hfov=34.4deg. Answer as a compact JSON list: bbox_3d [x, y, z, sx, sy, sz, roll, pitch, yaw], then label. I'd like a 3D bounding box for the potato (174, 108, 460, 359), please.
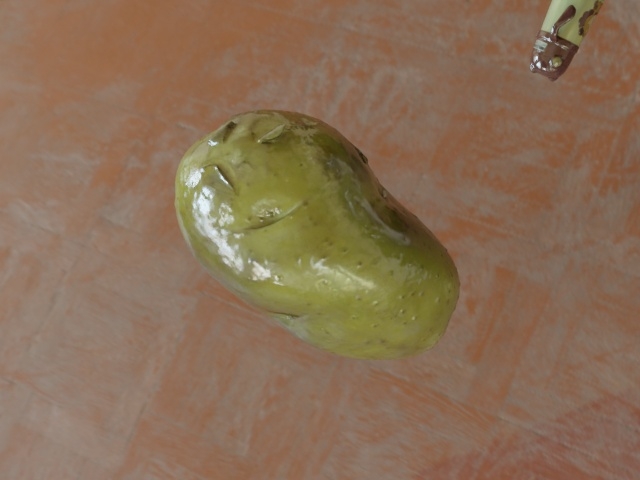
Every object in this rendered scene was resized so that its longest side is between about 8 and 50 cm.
[{"bbox_3d":[0.000,0.000,0.788,0.143,0.248,0.169,-55,22,-5],"label":"potato"}]

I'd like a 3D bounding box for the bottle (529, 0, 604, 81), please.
[{"bbox_3d":[0.229,-0.197,0.958,0.047,0.063,0.101,36,106,48],"label":"bottle"}]
